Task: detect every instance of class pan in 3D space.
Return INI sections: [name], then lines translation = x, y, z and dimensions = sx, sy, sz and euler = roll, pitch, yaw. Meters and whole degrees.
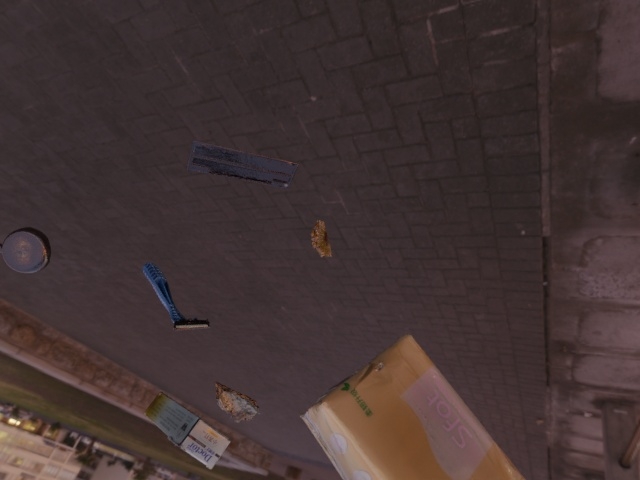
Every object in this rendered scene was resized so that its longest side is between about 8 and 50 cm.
[pan]
translation = -0.766, 0.018, 1.032
dimensions = 0.212, 0.114, 0.040
euler = 6, -179, 7

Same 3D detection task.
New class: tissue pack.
[tissue pack]
translation = 0.108, 0.242, 0.486
dimensions = 0.222, 0.186, 0.090
euler = 52, 137, 19

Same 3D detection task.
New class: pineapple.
[pineapple]
translation = 0.000, 0.000, 0.861
dimensions = 0.019, 0.045, 0.083
euler = -5, 102, 41

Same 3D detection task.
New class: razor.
[razor]
translation = -0.341, 0.126, 0.938
dimensions = 0.082, 0.042, 0.253
euler = 6, -154, -47

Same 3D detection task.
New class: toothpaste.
[toothpaste]
translation = -0.297, 0.398, 0.909
dimensions = 0.089, 0.071, 0.313
euler = 47, 150, -19

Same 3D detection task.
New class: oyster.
[oyster]
translation = -0.192, 0.372, 0.975
dimensions = 0.086, 0.029, 0.132
euler = -14, 116, 0

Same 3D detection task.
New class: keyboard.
[keyboard]
translation = -0.141, -0.136, 0.776
dimensions = 0.198, 0.010, 0.063
euler = 8, 128, -26
